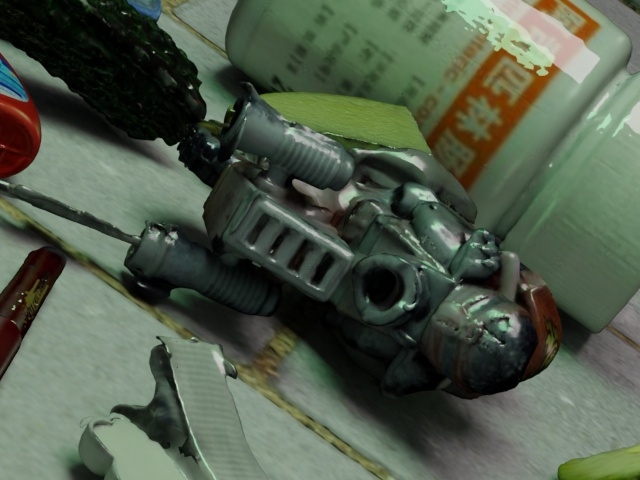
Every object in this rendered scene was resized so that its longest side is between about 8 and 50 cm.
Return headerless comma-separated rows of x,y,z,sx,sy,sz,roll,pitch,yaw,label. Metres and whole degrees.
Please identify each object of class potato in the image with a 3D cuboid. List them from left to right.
-0.003,-0.055,1.305,0.149,0.081,0.120,12,17,-8,potato

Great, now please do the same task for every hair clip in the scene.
-0.031,0.135,0.861,0.140,0.054,0.220,19,27,-48,hair clip

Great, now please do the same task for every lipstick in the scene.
-0.154,0.038,0.919,0.027,0.027,0.176,33,18,-7,lipstick

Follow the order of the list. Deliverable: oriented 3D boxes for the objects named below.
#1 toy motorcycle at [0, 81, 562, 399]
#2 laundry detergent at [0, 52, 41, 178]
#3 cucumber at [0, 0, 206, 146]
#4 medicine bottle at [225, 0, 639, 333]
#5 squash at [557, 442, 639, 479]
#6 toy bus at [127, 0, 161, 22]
0.000,0.000,1.104,0.401,0.134,0.207,27,15,-25,toy motorcycle
-0.220,-0.098,1.097,0.097,0.049,0.165,22,19,-32,laundry detergent
-0.174,-0.149,1.165,0.265,0.077,0.077,38,13,-44,cucumber
0.126,-0.113,1.445,0.371,0.211,0.211,38,20,7,medicine bottle
0.265,0.238,1.147,0.252,0.169,0.093,68,22,-7,squash
-0.217,-0.183,1.265,0.237,0.079,0.094,18,42,-40,toy bus
